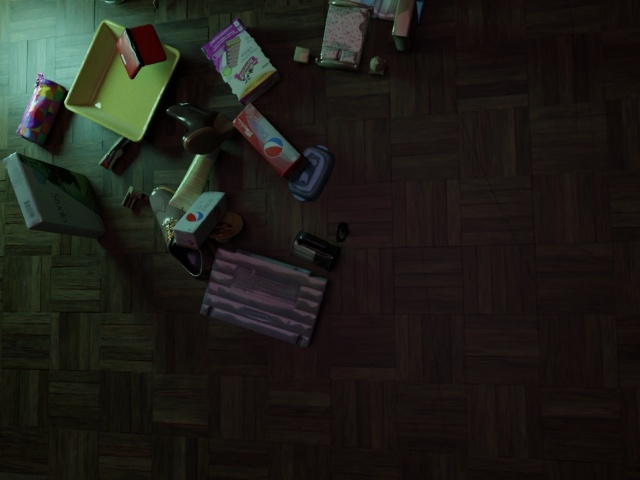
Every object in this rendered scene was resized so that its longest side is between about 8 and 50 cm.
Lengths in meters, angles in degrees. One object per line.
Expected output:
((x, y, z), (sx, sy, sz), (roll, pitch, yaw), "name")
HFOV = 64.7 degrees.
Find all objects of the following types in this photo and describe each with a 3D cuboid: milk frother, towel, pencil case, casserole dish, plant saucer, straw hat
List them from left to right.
((-0.986, -0.460, 1.778), (0.105, 0.104, 0.236), (21, 92, 13), "pencil case")
((-0.656, -0.533, 1.717), (0.333, 0.081, 0.332), (26, 93, 13), "plant saucer")
((-0.312, -0.027, 1.613), (0.145, 0.144, 0.061), (8, 130, 13), "straw hat")
((-0.032, -0.214, 1.579), (0.114, 0.037, 0.188), (26, 92, 13), "casserole dish")
((0.000, 0.000, 1.539), (0.135, 0.129, 0.143), (23, 49, 13), "milk frother")
((0.196, -0.791, 1.564), (0.285, 0.034, 0.209), (16, 91, 13), "towel")

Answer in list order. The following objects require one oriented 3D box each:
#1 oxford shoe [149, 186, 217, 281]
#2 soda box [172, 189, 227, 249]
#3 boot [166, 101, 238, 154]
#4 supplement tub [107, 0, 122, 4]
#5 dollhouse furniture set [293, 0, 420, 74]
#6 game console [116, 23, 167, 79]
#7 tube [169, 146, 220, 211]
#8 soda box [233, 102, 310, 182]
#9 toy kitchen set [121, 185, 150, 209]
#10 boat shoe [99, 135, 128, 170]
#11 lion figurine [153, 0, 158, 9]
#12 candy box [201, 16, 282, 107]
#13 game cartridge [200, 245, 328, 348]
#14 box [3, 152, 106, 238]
((-0.444, -0.030, 1.611), (0.130, 0.133, 0.363), (-40, 79, 8), "oxford shoe")
((-0.367, -0.067, 1.560), (0.074, 0.216, 0.069), (10, 130, 14), "soda box")
((-0.403, -0.357, 1.580), (0.207, 0.248, 0.090), (27, 124, 16), "boot")
((-0.749, -0.902, 1.698), (0.145, 0.200, 0.144), (-1, 87, 13), "supplement tub")
((0.102, -0.669, 1.485), (0.356, 0.174, 0.303), (12, 97, 11), "dollhouse furniture set")
((-0.590, -0.619, 1.660), (0.124, 0.085, 0.143), (-32, 78, 41), "game console")
((-0.398, -0.207, 1.631), (0.070, 0.062, 0.240), (17, 81, 28), "tube")
((-0.154, -0.304, 1.567), (0.092, 0.083, 0.263), (-46, 70, 9), "soda box")
((-0.615, -0.132, 1.693), (0.068, 0.083, 0.075), (25, 93, -29), "toy kitchen set")
((-0.702, -0.302, 1.733), (0.043, 0.049, 0.137), (38, 94, -30), "boat shoe")
((-0.539, -1.011, 1.707), (0.240, 0.142, 0.391), (-22, 96, 3), "lion figurine")
((-0.254, -0.574, 1.633), (0.159, 0.071, 0.233), (-37, 80, 8), "candy box")
((-0.171, 0.168, 1.552), (0.355, 0.068, 0.230), (17, 92, 5), "game cartridge")
((-0.832, -0.132, 1.610), (0.059, 0.322, 0.232), (-25, 82, 6), "box")
